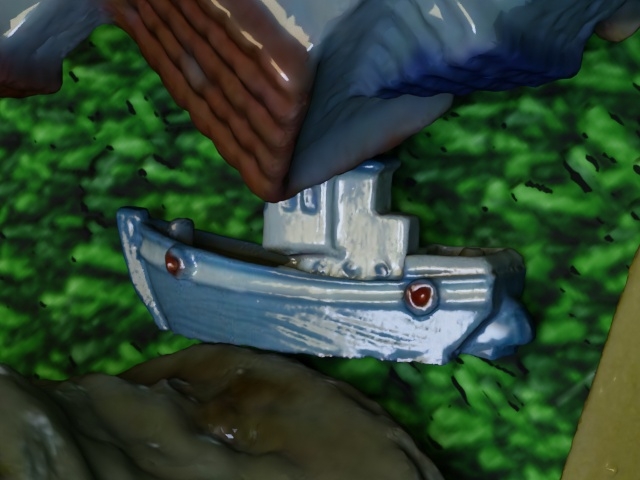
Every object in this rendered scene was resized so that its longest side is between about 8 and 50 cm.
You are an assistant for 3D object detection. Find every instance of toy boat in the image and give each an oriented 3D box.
[{"bbox_3d":[0.000,0.000,0.882,0.215,0.088,0.102,4,95,20],"label":"toy boat"}]

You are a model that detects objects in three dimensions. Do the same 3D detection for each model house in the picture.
[{"bbox_3d":[-0.017,-0.147,0.832,0.329,0.252,0.295,-45,74,14],"label":"model house"}]

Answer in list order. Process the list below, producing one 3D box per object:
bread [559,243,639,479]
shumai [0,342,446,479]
[{"bbox_3d":[0.155,0.129,0.779,0.077,0.138,0.361,16,87,37],"label":"bread"},{"bbox_3d":[-0.144,0.194,0.769,0.397,0.323,0.324,-47,53,5],"label":"shumai"}]
